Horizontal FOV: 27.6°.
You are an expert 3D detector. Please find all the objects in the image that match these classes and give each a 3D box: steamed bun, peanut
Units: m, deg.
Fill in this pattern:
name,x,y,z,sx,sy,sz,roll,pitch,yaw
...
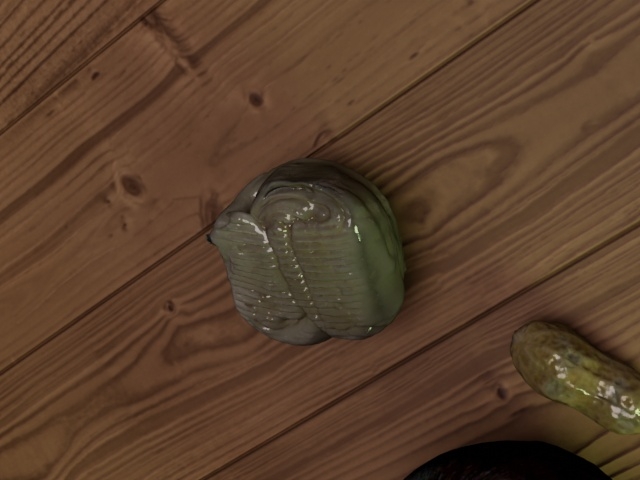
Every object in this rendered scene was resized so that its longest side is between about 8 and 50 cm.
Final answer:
name,x,y,z,sx,sy,sz,roll,pitch,yaw
steamed bun,-0.002,0.000,1.402,0.211,0.144,0.218,1,129,32
peanut,0.270,0.142,1.332,0.174,0.080,0.080,30,109,18

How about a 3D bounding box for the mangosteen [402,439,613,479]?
name,x,y,z,sx,sy,sz,roll,pitch,yaw
mangosteen,0.186,0.354,1.298,0.330,0.330,0.330,4,100,24
